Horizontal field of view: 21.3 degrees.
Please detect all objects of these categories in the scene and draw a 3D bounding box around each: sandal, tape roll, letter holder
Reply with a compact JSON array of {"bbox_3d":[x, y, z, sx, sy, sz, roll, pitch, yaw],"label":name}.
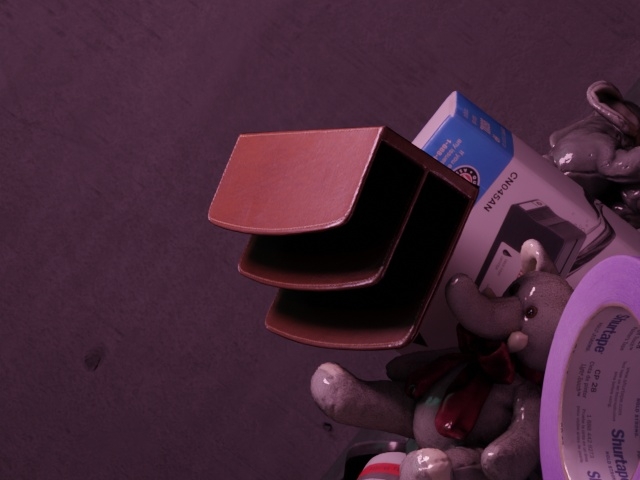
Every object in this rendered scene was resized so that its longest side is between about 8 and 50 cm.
[{"bbox_3d":[0.095,0.419,2.674,0.446,0.167,0.107,117,163,-62],"label":"sandal"},{"bbox_3d":[0.295,0.154,1.548,0.275,0.090,0.275,-173,90,-74],"label":"tape roll"},{"bbox_3d":[0.000,0.000,1.946,0.302,0.152,0.214,3,66,56],"label":"letter holder"}]

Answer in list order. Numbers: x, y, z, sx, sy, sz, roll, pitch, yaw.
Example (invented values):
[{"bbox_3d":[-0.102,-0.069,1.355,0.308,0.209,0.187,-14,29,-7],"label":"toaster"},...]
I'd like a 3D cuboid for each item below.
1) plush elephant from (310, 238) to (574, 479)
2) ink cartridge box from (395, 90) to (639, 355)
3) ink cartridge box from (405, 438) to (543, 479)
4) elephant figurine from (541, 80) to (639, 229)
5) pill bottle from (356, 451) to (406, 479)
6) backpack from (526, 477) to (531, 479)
[{"bbox_3d":[0.201,0.139,1.912,0.272,0.330,0.255,44,122,59],"label":"plush elephant"},{"bbox_3d":[0.234,0.051,2.125,0.285,0.395,0.166,-52,5,14],"label":"ink cartridge box"},{"bbox_3d":[0.202,0.268,2.166,0.100,0.172,0.237,-53,2,10],"label":"ink cartridge box"},{"bbox_3d":[0.394,-0.134,2.333,0.169,0.186,0.239,-14,40,27],"label":"elephant figurine"},{"bbox_3d":[0.064,0.443,2.189,0.318,0.176,0.176,-54,3,-34],"label":"pill bottle"},{"bbox_3d":[0.209,0.314,1.993,0.101,0.120,0.098,-52,2,24],"label":"backpack"}]
